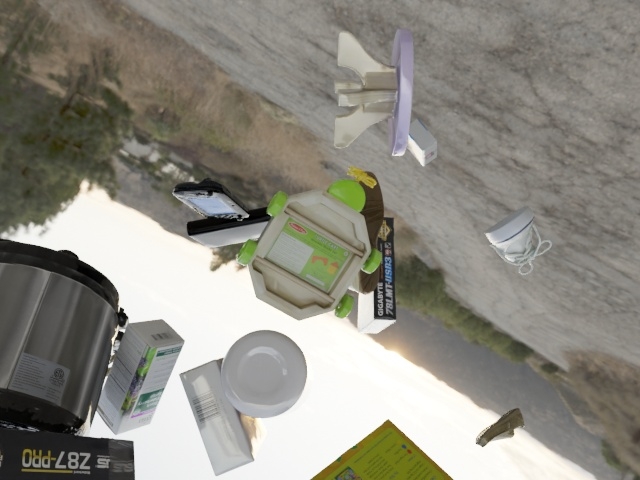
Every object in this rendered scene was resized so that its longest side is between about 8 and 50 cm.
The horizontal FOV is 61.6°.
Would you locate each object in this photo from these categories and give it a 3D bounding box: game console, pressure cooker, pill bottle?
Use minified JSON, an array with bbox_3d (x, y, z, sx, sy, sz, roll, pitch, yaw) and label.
[{"bbox_3d":[-0.221,-0.057,1.196,0.214,0.043,0.361,-11,163,9],"label":"game console"},{"bbox_3d":[-0.599,0.203,1.078,0.376,0.420,0.369,0,143,1],"label":"pressure cooker"},{"bbox_3d":[-0.111,0.312,1.237,0.182,0.181,0.323,28,166,10],"label":"pill bottle"}]

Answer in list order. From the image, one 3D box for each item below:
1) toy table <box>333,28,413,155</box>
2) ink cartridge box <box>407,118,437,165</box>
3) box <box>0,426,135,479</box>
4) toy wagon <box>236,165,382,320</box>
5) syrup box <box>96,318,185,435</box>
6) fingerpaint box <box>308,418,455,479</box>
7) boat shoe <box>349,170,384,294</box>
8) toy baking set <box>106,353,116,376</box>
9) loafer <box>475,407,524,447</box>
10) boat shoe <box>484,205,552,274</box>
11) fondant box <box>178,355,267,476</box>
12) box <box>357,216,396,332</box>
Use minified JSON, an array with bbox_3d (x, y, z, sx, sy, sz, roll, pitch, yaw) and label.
[{"bbox_3d":[0.114,-0.329,1.206,0.161,0.273,0.252,1,-168,-1],"label":"toy table"},{"bbox_3d":[0.282,-0.274,1.514,0.088,0.052,0.122,55,-179,17],"label":"ink cartridge box"},{"bbox_3d":[-0.557,0.407,0.861,0.318,0.395,0.097,36,-147,-53],"label":"box"},{"bbox_3d":[0.000,0.000,1.143,0.267,0.344,0.068,31,-178,-16],"label":"toy wagon"},{"bbox_3d":[-0.394,0.295,1.170,0.096,0.236,0.093,34,-162,30],"label":"syrup box"},{"bbox_3d":[0.174,0.768,1.497,0.371,0.163,0.445,37,-146,28],"label":"fingerpaint box"},{"bbox_3d":[0.086,-0.020,1.311,0.098,0.301,0.109,13,-159,43],"label":"boat shoe"},{"bbox_3d":[-0.486,0.302,1.465,0.030,0.256,0.196,62,-179,-18],"label":"toy baking set"},{"bbox_3d":[0.435,0.455,1.285,0.050,0.148,0.056,55,158,21],"label":"loafer"},{"bbox_3d":[0.526,0.012,1.432,0.156,0.136,0.367,56,-172,9],"label":"boat shoe"},{"bbox_3d":[-0.229,0.412,1.329,0.330,0.096,0.238,87,161,-81],"label":"fondant box"},{"bbox_3d":[0.164,0.112,1.594,0.074,0.293,0.295,1,164,-4],"label":"box"}]
